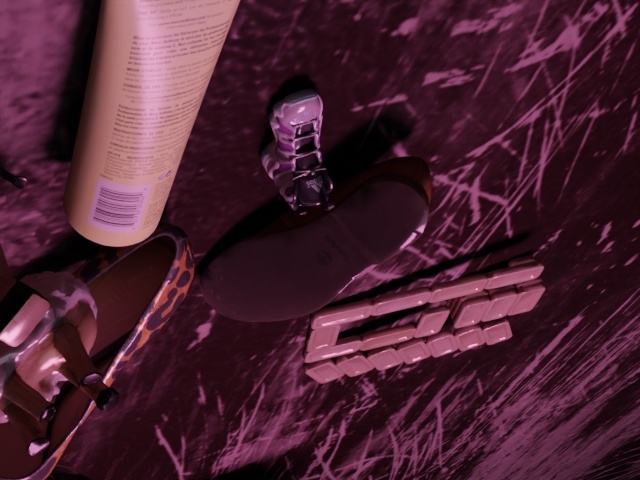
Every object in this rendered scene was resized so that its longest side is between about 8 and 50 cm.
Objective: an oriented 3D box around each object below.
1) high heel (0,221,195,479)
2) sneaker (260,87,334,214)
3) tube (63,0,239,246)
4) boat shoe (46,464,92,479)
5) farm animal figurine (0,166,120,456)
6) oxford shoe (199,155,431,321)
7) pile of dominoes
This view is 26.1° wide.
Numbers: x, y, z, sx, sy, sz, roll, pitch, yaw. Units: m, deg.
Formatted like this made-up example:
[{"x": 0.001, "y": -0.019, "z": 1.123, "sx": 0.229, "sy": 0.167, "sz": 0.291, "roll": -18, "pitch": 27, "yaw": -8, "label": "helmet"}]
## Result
[{"x": -0.188, "y": 0.092, "z": 0.928, "sx": 0.261, "sy": 0.093, "sz": 0.186, "roll": -50, "pitch": -179, "yaw": -37, "label": "high heel"}, {"x": -0.008, "y": -0.052, "z": 0.918, "sx": 0.038, "sy": 0.069, "sz": 0.098, "roll": -20, "pitch": 157, "yaw": -17, "label": "sneaker"}, {"x": -0.094, "y": -0.090, "z": 0.765, "sx": 0.240, "sy": 0.062, "sz": 0.070, "roll": 116, "pitch": -1, "yaw": -50, "label": "tube"}, {"x": -0.308, "y": 0.245, "z": 1.128, "sx": 0.302, "sy": 0.114, "sz": 0.091, "roll": -12, "pitch": 168, "yaw": 31, "label": "boat shoe"}, {"x": -0.295, "y": 0.054, "z": 0.697, "sx": 0.327, "sy": 0.172, "sz": 0.330, "roll": -41, "pitch": 146, "yaw": -15, "label": "farm animal figurine"}, {"x": 0.000, "y": 0.000, "z": 1.055, "sx": 0.212, "sy": 0.076, "sz": 0.076, "roll": -26, "pitch": -160, "yaw": 27, "label": "oxford shoe"}, {"x": 0.097, "y": 0.073, "z": 1.390, "sx": 0.251, "sy": 0.040, "sz": 0.196, "roll": -12, "pitch": 156, "yaw": -13, "label": "pile of dominoes"}]
